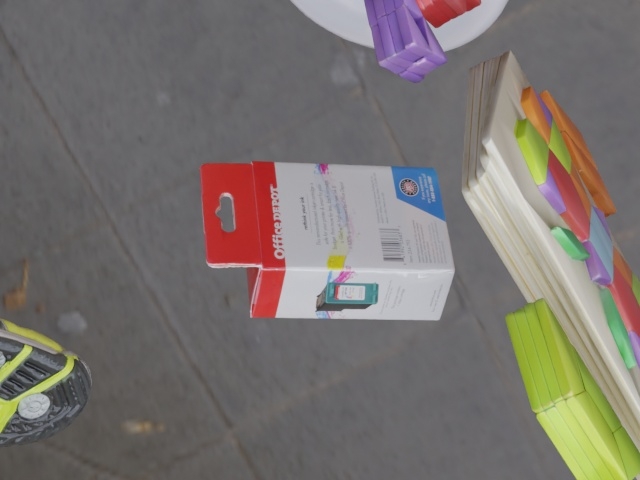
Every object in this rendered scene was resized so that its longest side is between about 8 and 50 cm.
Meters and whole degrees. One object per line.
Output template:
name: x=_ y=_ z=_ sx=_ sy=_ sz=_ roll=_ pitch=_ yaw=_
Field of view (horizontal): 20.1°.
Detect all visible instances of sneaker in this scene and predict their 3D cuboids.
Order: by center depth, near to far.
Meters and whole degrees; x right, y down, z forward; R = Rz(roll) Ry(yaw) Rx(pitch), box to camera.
sneaker: x=-0.406 y=0.094 z=1.733 sx=0.384 sy=0.147 sz=0.145 roll=13 pitch=119 yaw=-17

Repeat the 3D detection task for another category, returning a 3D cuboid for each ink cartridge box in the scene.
ink cartridge box: x=0.000 y=0.000 z=1.697 sx=0.231 sy=0.134 sz=0.078 roll=2 pitch=139 yaw=-10

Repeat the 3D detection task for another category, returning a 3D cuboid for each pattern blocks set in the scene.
pattern blocks set: x=0.111 y=0.007 z=0.786 sx=0.026 sy=0.285 sz=0.325 roll=-26 pitch=120 yaw=18

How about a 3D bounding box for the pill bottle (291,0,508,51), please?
pill bottle: x=0.081 y=-0.264 z=1.126 sx=0.160 sy=0.283 sz=0.160 roll=16 pitch=142 yaw=13
